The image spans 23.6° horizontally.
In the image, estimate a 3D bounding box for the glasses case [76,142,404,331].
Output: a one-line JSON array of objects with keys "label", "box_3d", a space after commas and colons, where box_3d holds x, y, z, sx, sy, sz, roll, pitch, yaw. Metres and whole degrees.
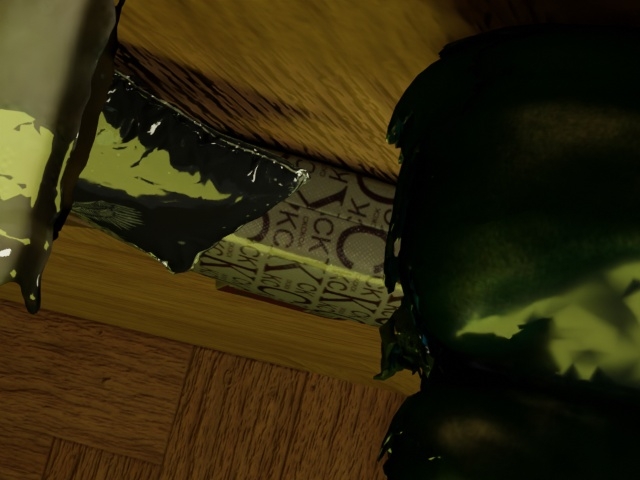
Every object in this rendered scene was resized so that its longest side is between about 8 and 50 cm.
[{"label": "glasses case", "box_3d": [0.000, 0.000, 1.026, 0.354, 0.085, 0.137, 17, 166, -7]}]

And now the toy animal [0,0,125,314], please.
[{"label": "toy animal", "box_3d": [-0.201, -0.078, 0.582, 0.289, 0.174, 0.249, 12, 170, 12]}]

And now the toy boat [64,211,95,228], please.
[{"label": "toy boat", "box_3d": [-0.205, -0.056, 1.048, 0.057, 0.077, 0.200, 8, 169, 42]}]

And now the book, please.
[{"label": "book", "box_3d": [-0.018, 0.058, 1.649, 0.162, 0.022, 0.232, 14, 171, -12]}]

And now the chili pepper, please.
[{"label": "chili pepper", "box_3d": [0.142, 0.038, 0.610, 0.256, 0.249, 0.233, 8, -162, 12]}]

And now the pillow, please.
[{"label": "pillow", "box_3d": [-0.126, -0.055, 0.872, 0.208, 0.055, 0.141, 31, 141, -25]}]
